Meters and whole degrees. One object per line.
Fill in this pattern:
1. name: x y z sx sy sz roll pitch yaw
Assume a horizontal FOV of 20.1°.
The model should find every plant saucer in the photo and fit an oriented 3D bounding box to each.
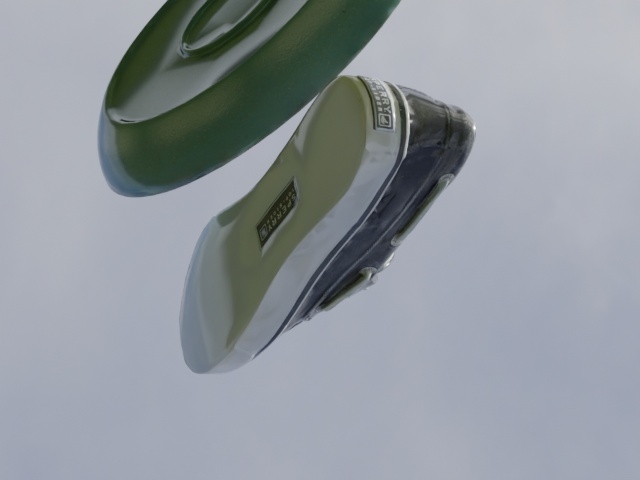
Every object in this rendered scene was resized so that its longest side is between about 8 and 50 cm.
1. plant saucer: -0.054 -0.162 1.337 0.317 0.044 0.317 -35 -154 20

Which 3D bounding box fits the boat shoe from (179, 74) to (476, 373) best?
1. boat shoe: 0.000 0.000 1.206 0.301 0.102 0.108 -52 -140 43
